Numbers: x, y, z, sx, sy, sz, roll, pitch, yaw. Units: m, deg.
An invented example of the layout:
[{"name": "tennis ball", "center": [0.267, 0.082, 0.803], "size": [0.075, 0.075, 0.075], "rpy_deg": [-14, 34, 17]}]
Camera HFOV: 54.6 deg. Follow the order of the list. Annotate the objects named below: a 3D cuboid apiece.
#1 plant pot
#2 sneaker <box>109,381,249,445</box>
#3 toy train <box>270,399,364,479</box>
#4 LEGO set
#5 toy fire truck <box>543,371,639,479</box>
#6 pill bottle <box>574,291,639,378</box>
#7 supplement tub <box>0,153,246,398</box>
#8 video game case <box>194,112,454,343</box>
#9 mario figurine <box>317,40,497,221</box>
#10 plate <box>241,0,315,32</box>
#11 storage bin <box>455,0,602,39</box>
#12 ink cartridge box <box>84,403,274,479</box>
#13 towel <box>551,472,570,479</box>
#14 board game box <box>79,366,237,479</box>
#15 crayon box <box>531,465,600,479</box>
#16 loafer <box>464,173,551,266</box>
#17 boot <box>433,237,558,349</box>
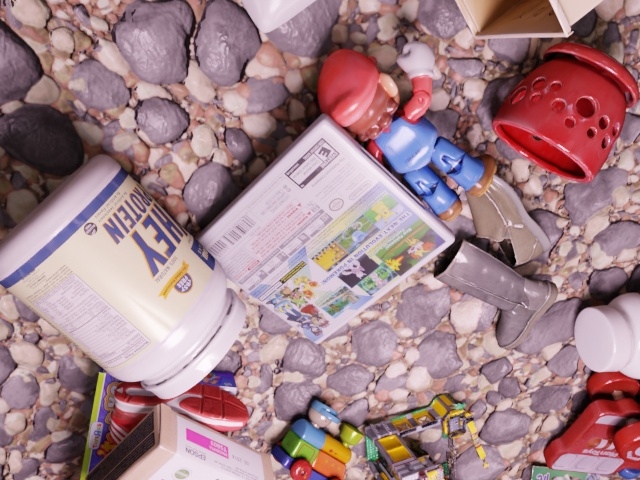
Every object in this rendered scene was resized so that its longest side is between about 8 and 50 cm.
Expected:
[{"name": "plant pot", "center": [0.410, -0.214, 1.023], "size": [0.191, 0.191, 0.174], "rpy_deg": [32, 96, -20]}, {"name": "sneaker", "center": [-0.238, 0.309, 1.031], "size": [0.221, 0.087, 0.128], "rpy_deg": [15, 110, -12]}, {"name": "toy train", "center": [0.038, 0.422, 1.208], "size": [0.248, 0.105, 0.143], "rpy_deg": [38, 79, -25]}, {"name": "LEGO set", "center": [0.220, 0.482, 1.191], "size": [0.255, 0.192, 0.331], "rpy_deg": [-3, 108, -20]}, {"name": "toy fire truck", "center": [0.657, 0.414, 1.313], "size": [0.302, 0.169, 0.254], "rpy_deg": [10, 129, -14]}, {"name": "pill bottle", "center": [0.668, 0.182, 1.219], "size": [0.301, 0.169, 0.169], "rpy_deg": [-2, 108, -11]}, {"name": "supplement tub", "center": [-0.292, 0.060, 0.935], "size": [0.235, 0.235, 0.325], "rpy_deg": [-41, 111, 3]}, {"name": "video game case", "center": [0.000, 0.000, 1.028], "size": [0.300, 0.036, 0.329], "rpy_deg": [40, 116, -21]}, {"name": "mario figurine", "center": [0.133, -0.189, 1.008], "size": [0.320, 0.170, 0.198], "rpy_deg": [41, 83, -13]}, {"name": "plate", "center": [-0.041, -0.498, 0.910], "size": [0.277, 0.045, 0.278], "rpy_deg": [-33, 111, 0]}, {"name": "storage bin", "center": [0.267, -0.434, 0.881], "size": [0.123, 0.262, 0.260], "rpy_deg": [-37, 111, 0]}, {"name": "ink cartridge box", "center": [-0.220, 0.389, 0.982], "size": [0.234, 0.088, 0.193], "rpy_deg": [37, 107, -29]}, {"name": "towel", "center": [0.505, 0.594, 1.398], "size": [0.152, 0.023, 0.113], "rpy_deg": [-30, 109, 1]}, {"name": "board game box", "center": [-0.298, 0.398, 1.099], "size": [0.233, 0.078, 0.347], "rpy_deg": [10, 96, -15]}, {"name": "crayon box", "center": [0.532, 0.658, 1.315], "size": [0.203, 0.083, 0.323], "rpy_deg": [12, 83, -22]}, {"name": "loafer", "center": [0.315, -0.041, 1.109], "size": [0.251, 0.094, 0.087], "rpy_deg": [43, 91, -21]}, {"name": "boot", "center": [0.308, 0.104, 1.164], "size": [0.208, 0.076, 0.190], "rpy_deg": [18, 121, -11]}]
